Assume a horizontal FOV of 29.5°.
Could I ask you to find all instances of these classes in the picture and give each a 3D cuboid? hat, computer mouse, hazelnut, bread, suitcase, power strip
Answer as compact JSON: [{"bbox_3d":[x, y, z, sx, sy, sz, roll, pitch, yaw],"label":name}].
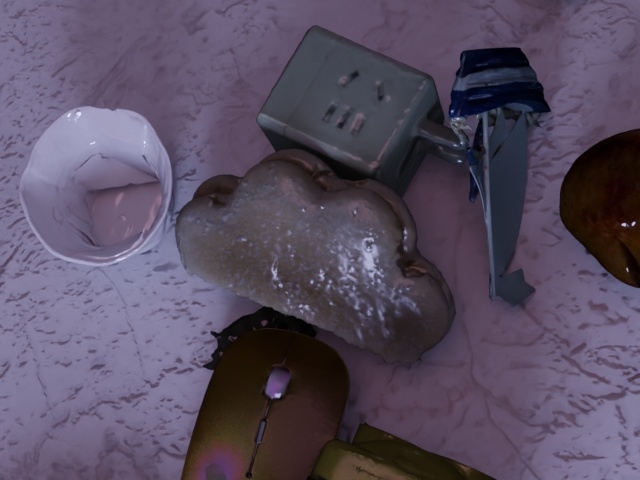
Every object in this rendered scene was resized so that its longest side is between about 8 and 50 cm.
[{"bbox_3d":[-0.249,-0.050,1.459,0.203,0.126,0.203,-4,72,11],"label":"hat"},{"bbox_3d":[-0.066,0.251,1.328,0.158,0.072,0.310,14,87,15],"label":"computer mouse"},{"bbox_3d":[0.359,-0.042,1.306,0.204,0.178,0.178,16,75,48],"label":"hazelnut"},{"bbox_3d":[-0.003,0.004,1.353,0.337,0.183,0.102,22,35,15],"label":"bread"},{"bbox_3d":[0.087,0.281,1.219,0.194,0.235,0.143,22,79,18],"label":"suitcase"},{"bbox_3d":[0.063,-0.128,1.408,0.224,0.139,0.140,27,79,19],"label":"power strip"}]

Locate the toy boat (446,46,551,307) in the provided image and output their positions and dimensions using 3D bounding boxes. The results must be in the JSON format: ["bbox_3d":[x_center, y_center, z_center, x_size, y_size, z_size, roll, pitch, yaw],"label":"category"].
[{"bbox_3d":[0.192,-0.084,1.334,0.070,0.210,0.291,-2,72,35],"label":"toy boat"}]

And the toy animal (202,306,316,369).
[{"bbox_3d":[-0.078,0.113,1.413,0.136,0.047,0.065,-31,64,3],"label":"toy animal"}]
